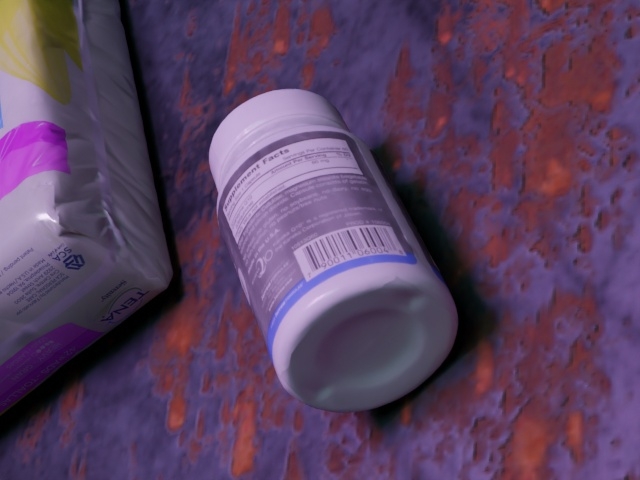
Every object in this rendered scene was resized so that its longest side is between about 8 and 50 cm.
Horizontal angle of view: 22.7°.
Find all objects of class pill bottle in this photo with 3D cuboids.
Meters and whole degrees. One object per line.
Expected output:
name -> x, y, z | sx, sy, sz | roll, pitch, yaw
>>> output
pill bottle -> 0.000, 0.000, 0.681 | 0.078, 0.078, 0.137 | -43, 42, 18

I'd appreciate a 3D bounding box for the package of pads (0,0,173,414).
package of pads -> -0.209, -0.033, 0.902 | 0.229, 0.101, 0.296 | -37, 44, 23
